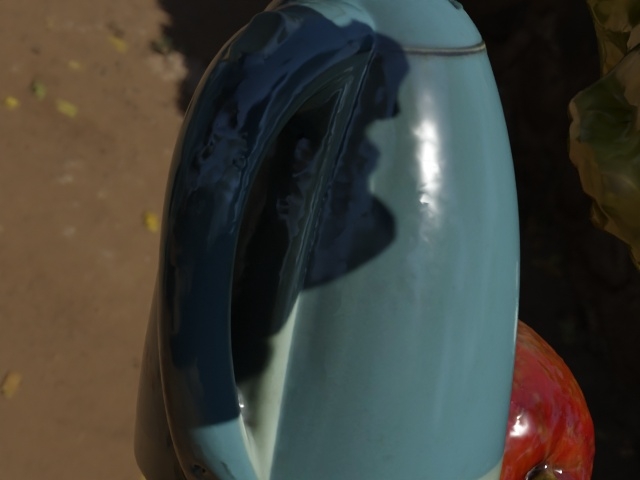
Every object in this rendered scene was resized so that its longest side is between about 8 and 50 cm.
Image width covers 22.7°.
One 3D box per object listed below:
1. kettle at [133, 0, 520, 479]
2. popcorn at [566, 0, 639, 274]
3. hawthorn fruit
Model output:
[{"bbox_3d":[0.000,0.000,1.003,0.247,0.342,0.319,15,19,24],"label":"kettle"},{"bbox_3d":[0.246,-0.083,0.614,0.312,0.312,0.312,24,29,-14],"label":"popcorn"},{"bbox_3d":[0.110,0.175,1.417,0.258,0.258,0.262,8,45,-37],"label":"hawthorn fruit"}]
